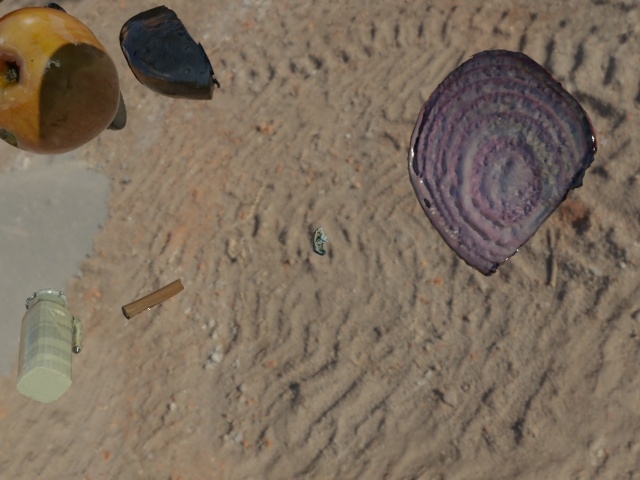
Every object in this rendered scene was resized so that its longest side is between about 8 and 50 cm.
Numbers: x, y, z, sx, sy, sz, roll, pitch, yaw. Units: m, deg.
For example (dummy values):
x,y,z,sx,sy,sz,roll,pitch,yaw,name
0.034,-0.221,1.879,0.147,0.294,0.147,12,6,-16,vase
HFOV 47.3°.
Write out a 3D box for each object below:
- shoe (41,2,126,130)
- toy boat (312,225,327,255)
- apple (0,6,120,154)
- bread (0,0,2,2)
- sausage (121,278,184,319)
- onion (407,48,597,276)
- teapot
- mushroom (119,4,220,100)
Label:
x,y,z,sx,sy,sz,roll,pitch,yaw,name
-0.541,-0.346,1.549,0.149,0.293,0.109,-15,35,15,shoe
0.000,0.000,1.732,0.038,0.038,0.083,-21,47,21,toy boat
-0.467,-0.263,1.224,0.242,0.242,0.241,-33,-4,6,apple
-0.487,-0.502,1.214,0.367,0.077,0.084,-41,62,4,bread
-0.277,0.096,1.217,0.116,0.026,0.026,-29,26,-37,sausage
0.243,-0.113,0.969,0.250,0.111,0.247,-54,56,32,onion
-0.447,0.175,1.231,0.077,0.107,0.200,-43,38,18,teapot
-0.209,-0.249,0.963,0.094,0.072,0.210,-28,50,-4,mushroom
